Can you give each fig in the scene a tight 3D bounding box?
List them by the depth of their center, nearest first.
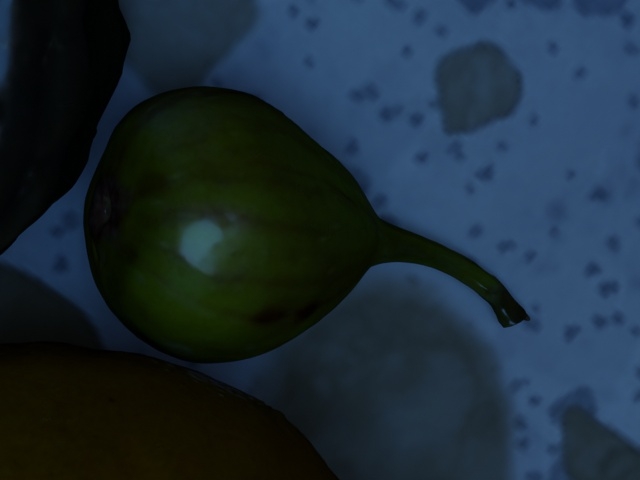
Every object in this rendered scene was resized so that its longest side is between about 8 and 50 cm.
[{"bbox_3d":[-0.012,0.008,0.599,0.166,0.093,0.093,26,101,-47],"label":"fig"}]

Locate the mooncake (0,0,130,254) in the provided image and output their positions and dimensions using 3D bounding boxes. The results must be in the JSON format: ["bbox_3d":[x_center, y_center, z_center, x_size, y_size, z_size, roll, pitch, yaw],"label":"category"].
[{"bbox_3d":[-0.174,-0.074,0.532,0.228,0.124,0.228,-1,103,-3],"label":"mooncake"}]

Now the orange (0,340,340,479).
[{"bbox_3d":[-0.091,0.145,0.559,0.240,0.171,0.240,-5,113,-13],"label":"orange"}]
